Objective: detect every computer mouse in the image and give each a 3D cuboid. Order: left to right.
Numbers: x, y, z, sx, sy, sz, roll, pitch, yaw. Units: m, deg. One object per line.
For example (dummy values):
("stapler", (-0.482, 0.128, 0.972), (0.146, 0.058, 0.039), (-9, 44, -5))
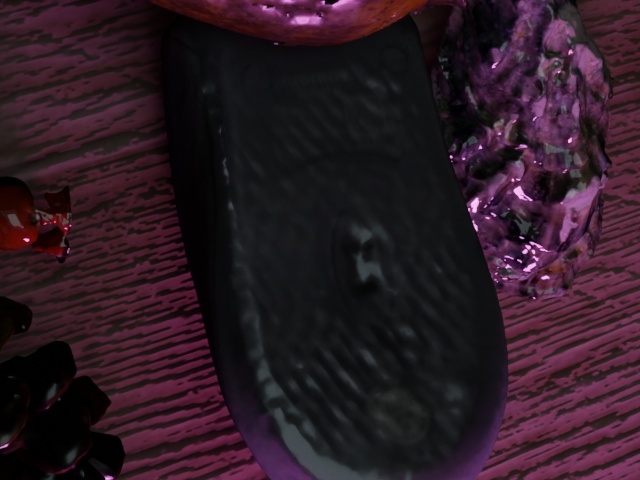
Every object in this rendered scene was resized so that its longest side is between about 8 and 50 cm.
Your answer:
("computer mouse", (0.000, 0.000, 1.073), (0.188, 0.122, 0.371), (-7, 81, -24))

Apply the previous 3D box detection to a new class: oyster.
("oyster", (0.153, -0.090, 1.173), (0.199, 0.087, 0.252), (24, 97, -24))

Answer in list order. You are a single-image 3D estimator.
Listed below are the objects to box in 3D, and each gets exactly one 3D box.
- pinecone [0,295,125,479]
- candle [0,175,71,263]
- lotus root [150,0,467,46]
("pinecone", (-0.230, 0.117, 0.906), (0.224, 0.224, 0.272), (-52, 121, -18))
("candle", (-0.302, -0.024, 0.967), (0.329, 0.048, 0.051), (4, 59, -26))
("lotus root", (-0.079, -0.235, 0.974), (0.397, 0.179, 0.196), (21, 74, -18))
